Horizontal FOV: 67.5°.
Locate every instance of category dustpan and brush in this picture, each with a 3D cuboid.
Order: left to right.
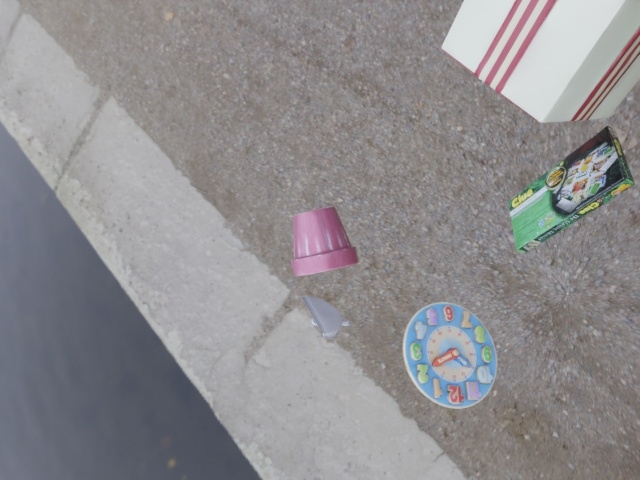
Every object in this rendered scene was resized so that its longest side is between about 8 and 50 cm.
[{"bbox_3d":[0.035,0.242,1.469,0.060,0.211,0.147,-54,50,28],"label":"dustpan and brush"}]

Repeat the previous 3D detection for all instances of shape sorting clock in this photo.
[{"bbox_3d":[0.257,0.221,0.939,0.040,0.206,0.206,134,124,-65],"label":"shape sorting clock"}]

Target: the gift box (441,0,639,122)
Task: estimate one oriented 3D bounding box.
[{"bbox_3d":[0.378,-0.352,0.705,0.255,0.276,0.258,49,138,27],"label":"gift box"}]

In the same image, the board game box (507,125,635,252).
[{"bbox_3d":[0.480,-0.092,0.948,0.260,0.030,0.136,130,149,-52],"label":"board game box"}]

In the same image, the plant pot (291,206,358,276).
[{"bbox_3d":[0.000,0.000,1.435,0.201,0.201,0.180,-12,91,26],"label":"plant pot"}]
